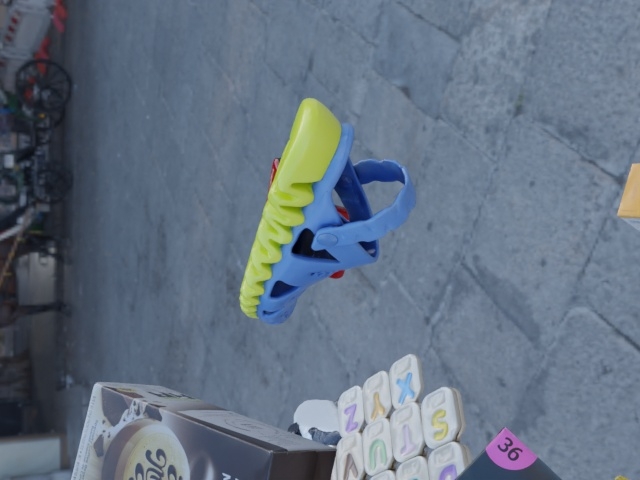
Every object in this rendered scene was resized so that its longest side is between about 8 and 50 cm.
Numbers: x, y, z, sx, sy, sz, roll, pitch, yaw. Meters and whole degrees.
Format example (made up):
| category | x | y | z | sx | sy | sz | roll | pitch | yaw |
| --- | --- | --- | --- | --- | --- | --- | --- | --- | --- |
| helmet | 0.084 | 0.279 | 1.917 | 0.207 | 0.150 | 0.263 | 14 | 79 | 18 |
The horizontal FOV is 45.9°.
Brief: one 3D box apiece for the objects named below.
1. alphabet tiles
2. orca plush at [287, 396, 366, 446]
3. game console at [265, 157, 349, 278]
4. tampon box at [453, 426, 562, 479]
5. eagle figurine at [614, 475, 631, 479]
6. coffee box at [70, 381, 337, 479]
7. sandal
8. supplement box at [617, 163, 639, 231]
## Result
| category | x | y | z | sx | sy | sz | roll | pitch | yaw |
| --- | --- | --- | --- | --- | --- | --- | --- | --- | --- |
| alphabet tiles | 0.079 | 0.294 | 0.954 | 0.284 | 0.021 | 0.277 | -39 | 42 | 40 |
| orca plush | 0.035 | 0.404 | 1.569 | 0.287 | 0.151 | 0.102 | -15 | 107 | 55 |
| game console | -0.017 | -0.029 | 1.030 | 0.144 | 0.085 | 0.124 | 105 | 150 | -48 |
| tampon box | 0.129 | 0.246 | 0.564 | 0.120 | 0.161 | 0.101 | 42 | 171 | 27 |
| eagle figurine | 0.571 | 0.432 | 1.189 | 0.225 | 0.298 | 0.226 | 53 | 167 | -15 |
| coffee box | -0.145 | 0.279 | 0.867 | 0.297 | 0.119 | 0.168 | 8 | 83 | 37 |
| sandal | 0.000 | 0.000 | 0.796 | 0.317 | 0.138 | 0.126 | 116 | 169 | -54 |
| supplement box | 0.366 | -0.035 | 0.807 | 0.036 | 0.098 | 0.062 | 6 | 75 | 56 |
